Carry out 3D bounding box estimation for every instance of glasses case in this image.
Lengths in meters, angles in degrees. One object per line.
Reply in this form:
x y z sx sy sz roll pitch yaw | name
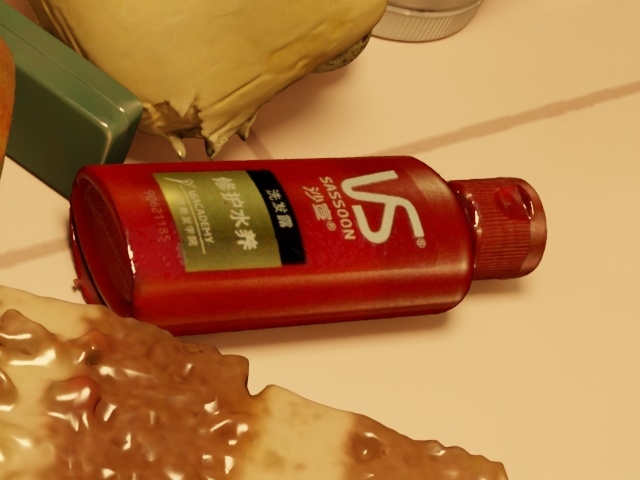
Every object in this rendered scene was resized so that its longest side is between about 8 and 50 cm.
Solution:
-0.201 -0.104 1.071 0.184 0.078 0.039 36 46 7 | glasses case

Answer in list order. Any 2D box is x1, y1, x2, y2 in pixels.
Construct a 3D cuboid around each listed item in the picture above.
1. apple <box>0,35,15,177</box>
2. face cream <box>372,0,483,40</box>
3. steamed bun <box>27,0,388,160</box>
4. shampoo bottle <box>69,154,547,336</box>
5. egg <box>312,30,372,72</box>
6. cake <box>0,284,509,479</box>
-0.269 -0.063 0.930 0.207 0.174 0.188 -8 64 22 | apple
0.070 -0.286 1.301 0.201 0.187 0.201 14 45 -15 | face cream
-0.092 -0.206 1.113 0.232 0.166 0.273 -26 58 -7 | steamed bun
0.000 0.000 1.081 0.314 0.076 0.118 -3 49 -30 | shampoo bottle
-0.014 -0.167 1.222 0.110 0.085 0.085 37 44 8 | egg
-0.101 0.202 0.696 0.290 0.282 0.256 22 41 -5 | cake
